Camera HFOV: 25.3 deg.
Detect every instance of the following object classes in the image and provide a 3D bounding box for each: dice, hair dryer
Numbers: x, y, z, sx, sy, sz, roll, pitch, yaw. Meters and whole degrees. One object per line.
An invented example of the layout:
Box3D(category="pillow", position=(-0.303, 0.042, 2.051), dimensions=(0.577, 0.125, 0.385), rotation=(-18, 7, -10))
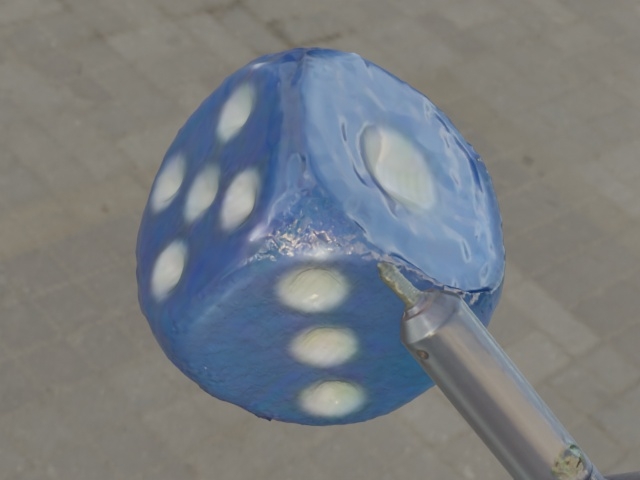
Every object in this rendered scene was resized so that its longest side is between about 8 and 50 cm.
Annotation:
Box3D(category="dice", position=(0.000, 0.000, 0.723), dimensions=(0.146, 0.146, 0.143), rotation=(26, 40, -28))
Box3D(category="hair dryer", position=(0.046, 0.049, 0.347), dimensions=(0.114, 0.063, 0.037), rotation=(51, 50, -16))
